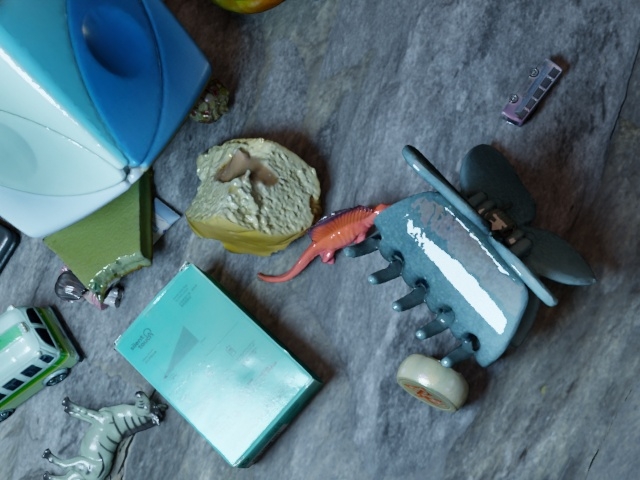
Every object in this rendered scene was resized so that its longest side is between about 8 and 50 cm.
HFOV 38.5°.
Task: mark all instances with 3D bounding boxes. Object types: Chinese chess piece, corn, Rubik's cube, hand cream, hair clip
[{"bbox_3d":[0.184,0.236,1.509,0.122,0.122,0.051,25,69,15],"label":"Chinese chess piece"},{"bbox_3d":[-0.294,-0.307,1.743,0.280,0.092,0.092,28,84,19],"label":"corn"},{"bbox_3d":[-0.438,-0.254,1.534,0.347,0.351,0.352,-24,31,39],"label":"Rubik's cube"},{"bbox_3d":[-0.337,0.004,1.705,0.065,0.043,0.171,36,83,14],"label":"hand cream"},{"bbox_3d":[0.234,0.032,1.474,0.318,0.392,0.238,49,115,15],"label":"hair clip"}]

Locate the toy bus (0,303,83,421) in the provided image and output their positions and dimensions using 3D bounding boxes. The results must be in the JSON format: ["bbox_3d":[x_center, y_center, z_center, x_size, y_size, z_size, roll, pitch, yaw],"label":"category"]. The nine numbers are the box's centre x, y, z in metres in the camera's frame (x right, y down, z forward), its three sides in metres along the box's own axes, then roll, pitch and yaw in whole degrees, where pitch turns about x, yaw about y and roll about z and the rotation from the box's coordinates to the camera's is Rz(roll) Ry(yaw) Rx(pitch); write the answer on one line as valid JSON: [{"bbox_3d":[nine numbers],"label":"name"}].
[{"bbox_3d":[-0.589,0.235,1.639,0.276,0.165,0.134,-36,72,1],"label":"toy bus"}]

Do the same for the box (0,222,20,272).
[{"bbox_3d":[-0.695,0.053,1.758,0.160,0.050,0.230,28,84,16],"label":"box"}]

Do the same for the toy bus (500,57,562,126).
[{"bbox_3d":[0.375,-0.262,1.628,0.052,0.037,0.131,37,86,11],"label":"toy bus"}]

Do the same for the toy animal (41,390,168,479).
[{"bbox_3d":[-0.385,0.354,1.623,0.176,0.073,0.217,20,86,0],"label":"toy animal"}]

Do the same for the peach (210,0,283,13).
[{"bbox_3d":[-0.126,-0.585,1.670,0.307,0.308,0.332,24,78,15],"label":"peach"}]

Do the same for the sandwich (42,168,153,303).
[{"bbox_3d":[-0.362,-0.024,1.672,0.245,0.063,0.212,-48,54,-5],"label":"sandwich"}]

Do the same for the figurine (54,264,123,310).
[{"bbox_3d":[-0.431,0.087,1.699,0.129,0.054,0.072,11,76,11],"label":"figurine"}]

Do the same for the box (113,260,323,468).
[{"bbox_3d":[-0.173,0.214,1.586,0.311,0.118,0.205,40,85,16],"label":"box"}]

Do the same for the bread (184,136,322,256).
[{"bbox_3d":[-0.112,-0.067,1.659,0.211,0.224,0.184,25,73,-27],"label":"bread"}]

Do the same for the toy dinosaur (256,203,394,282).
[{"bbox_3d":[0.002,-0.003,1.589,0.286,0.139,0.070,-26,73,5],"label":"toy dinosaur"}]
